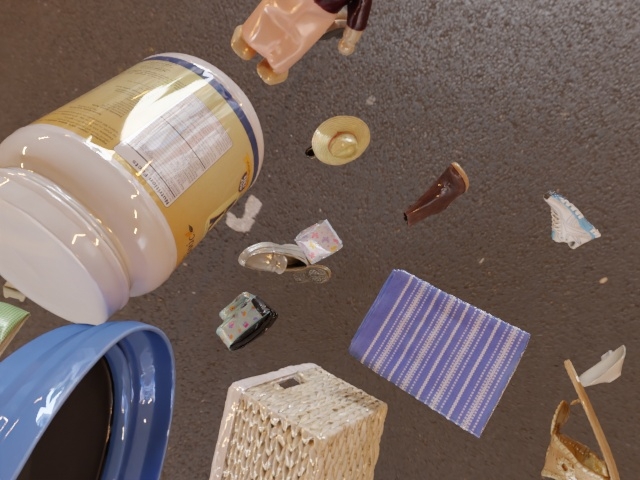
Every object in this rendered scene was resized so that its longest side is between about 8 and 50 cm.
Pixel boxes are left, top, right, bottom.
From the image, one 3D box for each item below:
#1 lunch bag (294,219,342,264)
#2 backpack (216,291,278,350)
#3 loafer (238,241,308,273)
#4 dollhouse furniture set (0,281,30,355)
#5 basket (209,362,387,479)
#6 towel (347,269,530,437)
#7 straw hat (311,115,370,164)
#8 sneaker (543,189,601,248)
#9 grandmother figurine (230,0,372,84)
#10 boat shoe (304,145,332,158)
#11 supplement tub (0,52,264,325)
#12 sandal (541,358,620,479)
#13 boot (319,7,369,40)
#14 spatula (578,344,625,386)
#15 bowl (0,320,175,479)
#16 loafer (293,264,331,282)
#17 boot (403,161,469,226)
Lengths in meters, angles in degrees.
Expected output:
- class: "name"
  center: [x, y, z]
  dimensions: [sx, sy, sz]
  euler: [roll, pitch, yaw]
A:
- class: "lunch bag"
  center: [0.000, 0.000, 0.970]
  dimensions: [0.083, 0.053, 0.071]
  euler: [-29, 104, 32]
- class: "backpack"
  center: [-0.253, 0.268, 1.500]
  dimensions: [0.144, 0.166, 0.188]
  euler: [41, 83, 13]
- class: "loafer"
  center: [-0.174, 0.074, 1.780]
  dimensions: [0.111, 0.319, 0.112]
  euler: [50, 124, 31]
- class: "dollhouse furniture set"
  center: [-0.761, 0.099, 1.032]
  dimensions: [0.197, 0.302, 0.151]
  euler: [19, 122, -15]
- class: "basket"
  center: [-0.044, 0.496, 1.051]
  dimensions: [0.266, 0.328, 0.332]
  euler: [12, 92, 34]
- class: "towel"
  center: [0.249, 0.228, 1.004]
  dimensions: [0.336, 0.040, 0.243]
  euler: [27, 78, 30]
- class: "straw hat"
  center: [0.055, -0.222, 1.077]
  dimensions: [0.144, 0.145, 0.061]
  euler: [-17, 44, 2]
- class: "sneaker"
  center: [0.555, -0.038, 1.034]
  dimensions: [0.190, 0.071, 0.083]
  euler: [35, 114, -24]
- class: "grandmother figurine"
  center: [-0.003, -0.387, 0.694]
  dimensions: [0.342, 0.207, 0.104]
  euler: [-24, 45, 41]
- class: "boat shoe"
  center: [0.002, -0.353, 1.730]
  dimensions: [0.133, 0.042, 0.049]
  euler: [-26, 87, 12]
- class: "supplement tub"
  center: [-0.237, -0.074, 0.572]
  dimensions: [0.228, 0.228, 0.316]
  euler: [24, 48, 10]
- class: "sandal"
  center: [0.286, 0.259, 0.493]
  dimensions: [0.079, 0.088, 0.240]
  euler: [-25, 69, 21]
- class: "boot"
  center: [0.063, -0.685, 1.385]
  dimensions: [0.112, 0.305, 0.115]
  euler: [-18, 101, 32]
- class: "spatula"
  center: [0.360, 0.099, 0.496]
  dimensions: [0.168, 0.242, 0.019]
  euler: [-47, 63, 17]
- class: "bowl"
  center: [-0.238, 0.261, 0.401]
  dimensions: [0.077, 0.391, 0.392]
  euler: [11, 79, 0]
- class: "loafer"
  center: [-0.021, 0.098, 1.381]
  dimensions: [0.148, 0.050, 0.056]
  euler: [-4, 108, 43]
- class: "boot"
  center: [0.367, -0.136, 1.474]
  dimensions: [0.206, 0.248, 0.090]
  euler: [-33, 70, -2]
